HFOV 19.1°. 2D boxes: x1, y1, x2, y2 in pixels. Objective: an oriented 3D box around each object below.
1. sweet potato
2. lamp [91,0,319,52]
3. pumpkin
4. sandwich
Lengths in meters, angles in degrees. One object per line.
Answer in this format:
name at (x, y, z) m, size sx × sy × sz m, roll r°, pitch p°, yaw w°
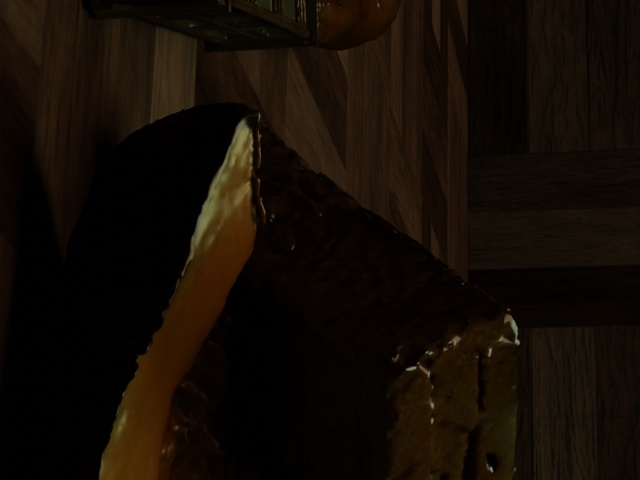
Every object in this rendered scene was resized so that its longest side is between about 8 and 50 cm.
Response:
sweet potato at (0.025, -0.241, 1.795) m, size 0.359 × 0.112 × 0.112 m, roll -78°, pitch 164°, yaw -64°
lamp at (-0.071, -0.181, 1.273) m, size 0.325 × 0.089 × 0.090 m, roll -15°, pitch 103°, yaw -80°
pumpkin at (-0.112, 0.075, 0.996) m, size 0.163 × 0.111 × 0.278 m, roll -43°, pitch 139°, yaw -56°
sandwich at (-0.006, 0.093, 1.125) m, size 0.301 × 0.099 × 0.271 m, roll 40°, pitch -43°, yaw 46°
